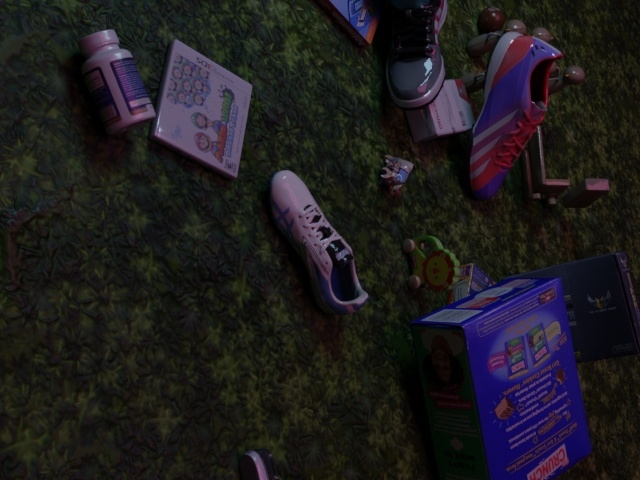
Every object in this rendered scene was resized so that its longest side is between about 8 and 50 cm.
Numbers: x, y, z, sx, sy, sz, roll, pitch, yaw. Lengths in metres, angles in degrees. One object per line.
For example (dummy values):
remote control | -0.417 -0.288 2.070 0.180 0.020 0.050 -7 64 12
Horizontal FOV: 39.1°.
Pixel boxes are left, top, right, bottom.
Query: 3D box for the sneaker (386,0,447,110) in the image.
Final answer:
sneaker | 0.156 -0.381 1.532 0.178 0.124 0.295 60 32 -52

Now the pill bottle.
pill bottle | -0.258 -0.198 1.130 0.067 0.067 0.120 -27 98 -47

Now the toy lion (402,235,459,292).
toy lion | 0.186 0.038 1.494 0.034 0.096 0.100 1 76 -46

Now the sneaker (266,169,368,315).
sneaker | 0.000 0.000 1.323 0.085 0.086 0.237 -36 103 -44

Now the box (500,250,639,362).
box | 0.461 0.131 1.649 0.059 0.233 0.183 -6 82 -53

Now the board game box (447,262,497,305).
board game box | 0.280 0.159 1.590 0.147 0.045 0.193 38 53 -32

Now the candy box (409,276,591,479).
candy box | 0.300 0.246 1.473 0.268 0.122 0.317 -18 99 -39

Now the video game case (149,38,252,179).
video game case | -0.163 -0.181 1.258 0.143 0.019 0.157 27 60 -38

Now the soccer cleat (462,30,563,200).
soccer cleat | 0.344 -0.210 1.632 0.109 0.116 0.318 -15 123 -47

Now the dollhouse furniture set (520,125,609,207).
dollhouse furniture set | 0.490 -0.146 1.832 0.151 0.144 0.123 1 74 -9

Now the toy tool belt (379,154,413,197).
toy tool belt | 0.118 -0.109 1.512 0.051 0.052 0.083 30 48 1

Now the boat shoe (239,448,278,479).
boat shoe | -0.067 0.341 1.175 0.040 0.049 0.142 -8 82 -47

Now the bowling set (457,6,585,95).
bowling set | 0.384 -0.387 1.788 0.287 0.154 0.199 -8 84 -47

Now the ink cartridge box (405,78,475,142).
ink cartridge box | 0.214 -0.236 1.636 0.135 0.056 0.099 -15 89 -48

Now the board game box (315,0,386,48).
board game box | 0.070 -0.483 1.586 0.145 0.027 0.281 40 52 -29
